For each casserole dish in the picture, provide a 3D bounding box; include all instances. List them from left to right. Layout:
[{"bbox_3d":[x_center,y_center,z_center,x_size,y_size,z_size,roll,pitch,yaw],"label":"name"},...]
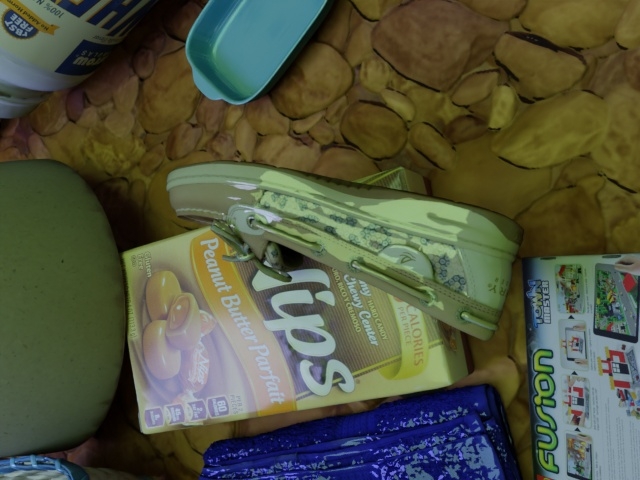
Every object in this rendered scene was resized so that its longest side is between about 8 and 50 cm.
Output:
[{"bbox_3d":[-0.057,-0.221,0.664,0.114,0.037,0.188,46,107,19],"label":"casserole dish"}]

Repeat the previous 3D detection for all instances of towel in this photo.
[{"bbox_3d":[0.037,0.269,0.589,0.309,0.076,0.227,-18,81,24],"label":"towel"}]

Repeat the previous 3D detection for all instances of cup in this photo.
[{"bbox_3d":[-0.391,0.075,0.667,0.331,0.237,0.330,2,93,42],"label":"cup"}]

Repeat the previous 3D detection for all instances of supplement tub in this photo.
[{"bbox_3d":[-0.276,-0.302,0.660,0.325,0.235,0.235,-38,74,21],"label":"supplement tub"}]

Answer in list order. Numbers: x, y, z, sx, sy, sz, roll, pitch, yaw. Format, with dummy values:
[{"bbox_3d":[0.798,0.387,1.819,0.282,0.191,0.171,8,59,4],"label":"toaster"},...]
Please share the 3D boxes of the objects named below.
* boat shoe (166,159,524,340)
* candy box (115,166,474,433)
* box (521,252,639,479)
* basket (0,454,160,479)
[{"bbox_3d":[0.000,0.000,0.499,0.286,0.105,0.089,12,88,25],"label":"boat shoe"},{"bbox_3d":[-0.036,0.065,0.620,0.317,0.088,0.182,-16,81,25],"label":"candy box"},{"bbox_3d":[0.212,0.113,0.499,0.114,0.036,0.206,-4,87,59],"label":"box"},{"bbox_3d":[-0.299,0.308,0.618,0.255,0.289,0.200,-18,63,33],"label":"basket"}]
